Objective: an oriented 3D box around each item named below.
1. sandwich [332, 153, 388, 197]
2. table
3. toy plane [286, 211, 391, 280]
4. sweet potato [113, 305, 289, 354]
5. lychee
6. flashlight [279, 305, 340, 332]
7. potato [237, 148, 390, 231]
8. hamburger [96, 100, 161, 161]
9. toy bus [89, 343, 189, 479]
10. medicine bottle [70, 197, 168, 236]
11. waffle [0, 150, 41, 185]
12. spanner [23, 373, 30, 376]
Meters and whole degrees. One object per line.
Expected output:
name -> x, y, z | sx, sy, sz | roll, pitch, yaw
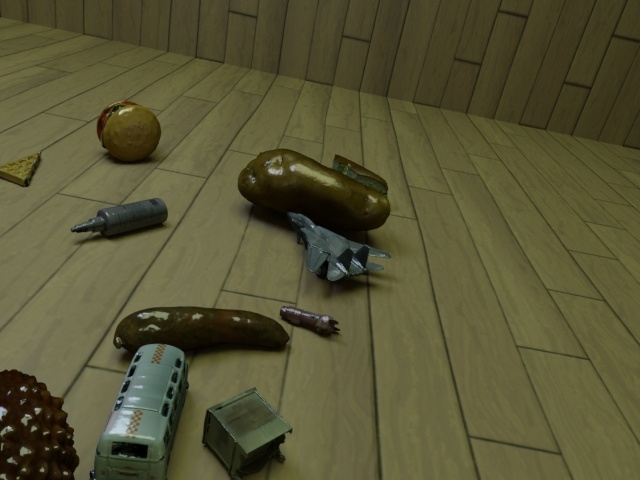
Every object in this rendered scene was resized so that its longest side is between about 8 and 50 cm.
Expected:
sandwich -> 0.084, -0.169, 1.502 | 0.088, 0.090, 0.244 | -7, 33, -37
table -> -0.092, 0.245, 0.676 | 0.079, 0.063, 0.083 | -15, 38, -42
toy plane -> -0.002, 0.011, 1.145 | 0.212, 0.088, 0.267 | -9, 26, -37
sweet potato -> -0.179, 0.139, 0.842 | 0.273, 0.075, 0.075 | 4, 28, -25
lychee -> -0.341, 0.209, 0.510 | 0.200, 0.200, 0.238 | -8, 46, -34
flashlight -> -0.020, 0.140, 0.942 | 0.110, 0.052, 0.031 | 13, 62, 15
potato -> -0.013, -0.115, 1.271 | 0.368, 0.196, 0.177 | 19, 50, 8
hamburger -> -0.505, -0.289, 1.423 | 0.161, 0.162, 0.115 | -12, 35, -38
toy bus -> -0.215, 0.207, 0.671 | 0.087, 0.089, 0.194 | 9, 26, -7
medicine bottle -> -0.410, -0.043, 1.097 | 0.057, 0.058, 0.199 | 30, 33, 31
waffle -> -0.678, -0.171, 1.267 | 0.097, 0.024, 0.153 | 19, 27, 9
spanner -> -0.500, 0.197, 0.605 | 0.315, 0.024, 0.087 | -8, -9, -40
